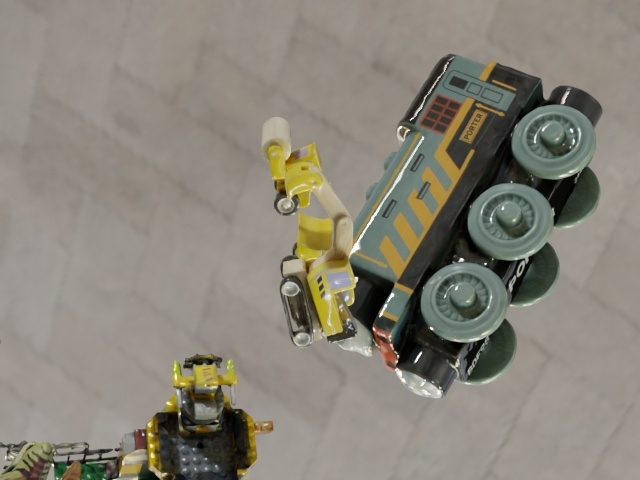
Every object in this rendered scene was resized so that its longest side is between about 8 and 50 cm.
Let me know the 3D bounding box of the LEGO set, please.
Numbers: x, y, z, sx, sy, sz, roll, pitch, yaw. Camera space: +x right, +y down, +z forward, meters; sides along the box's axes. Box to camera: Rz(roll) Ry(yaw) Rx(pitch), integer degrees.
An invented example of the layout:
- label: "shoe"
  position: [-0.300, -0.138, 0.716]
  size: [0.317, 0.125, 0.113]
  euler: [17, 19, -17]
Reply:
- label: "LEGO set"
  position: [-0.154, 0.160, 0.917]
  size: [0.331, 0.255, 0.192]
  euler: [6, 152, -9]

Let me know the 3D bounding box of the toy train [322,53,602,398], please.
- label: "toy train"
  position: [0.128, -0.017, 1.690]
  size: [0.190, 0.334, 0.142]
  euler: [23, 160, 22]

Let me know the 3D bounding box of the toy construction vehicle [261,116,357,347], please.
- label: "toy construction vehicle"
  position: [0.000, 0.000, 0.789]
  size: [0.035, 0.086, 0.098]
  euler: [-10, 115, 5]
